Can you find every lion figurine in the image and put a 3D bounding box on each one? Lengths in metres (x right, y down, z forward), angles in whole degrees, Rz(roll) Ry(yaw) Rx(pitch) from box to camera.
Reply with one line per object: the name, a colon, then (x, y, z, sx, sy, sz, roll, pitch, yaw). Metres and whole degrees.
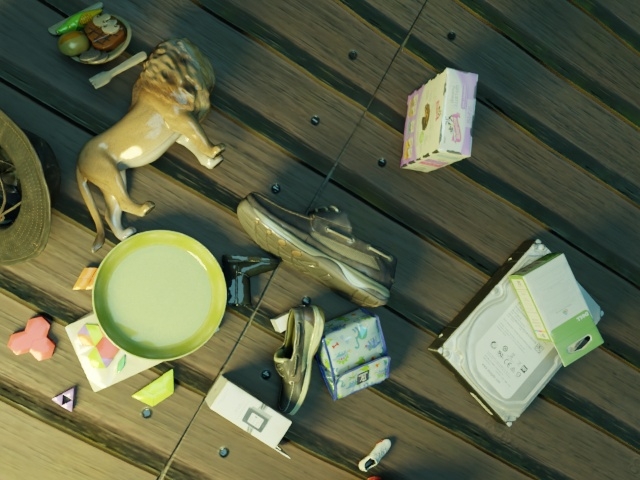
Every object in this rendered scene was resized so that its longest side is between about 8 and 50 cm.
lion figurine: (-0.330, -0.183, 1.245, 0.392, 0.142, 0.240, -41, 90, -9)

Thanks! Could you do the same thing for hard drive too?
hard drive: (0.425, 0.194, 1.457, 0.339, 0.064, 0.237, -44, 98, -14)

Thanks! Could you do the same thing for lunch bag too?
lunch bag: (0.063, 0.229, 1.347, 0.129, 0.096, 0.151, -19, 106, -18)

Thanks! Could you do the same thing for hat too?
hat: (-0.544, -0.128, 1.167, 0.331, 0.331, 0.134, 56, 37, -5)

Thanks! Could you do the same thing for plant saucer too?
plant saucer: (-0.296, 0.102, 1.259, 0.241, 0.037, 0.240, 3, 80, -17)

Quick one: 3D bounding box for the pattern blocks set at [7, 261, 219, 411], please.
pattern blocks set: (-0.370, 0.180, 1.266, 0.325, 0.026, 0.285, -40, 97, -14)

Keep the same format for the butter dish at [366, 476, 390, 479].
butter dish: (0.115, 0.521, 1.333, 0.160, 0.118, 0.159, 3, 130, -14)

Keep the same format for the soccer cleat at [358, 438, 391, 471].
soccer cleat: (0.113, 0.435, 1.371, 0.083, 0.036, 0.029, -37, 96, -14)

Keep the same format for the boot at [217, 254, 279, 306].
boot: (-0.142, 0.080, 1.323, 0.121, 0.045, 0.099, 3, 83, -7)

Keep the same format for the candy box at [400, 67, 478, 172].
candy box: (0.235, -0.235, 1.364, 0.070, 0.196, 0.164, 8, 85, -14)

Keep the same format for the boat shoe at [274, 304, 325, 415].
boat shoe: (-0.055, 0.226, 1.299, 0.074, 0.080, 0.223, 11, 103, -24)

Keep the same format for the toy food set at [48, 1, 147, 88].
toy food set: (-0.411, -0.371, 1.236, 0.132, 0.038, 0.192, -36, 65, -14)

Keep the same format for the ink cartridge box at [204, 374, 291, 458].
ink cartridge box: (-0.123, 0.330, 1.281, 0.180, 0.104, 0.060, 36, 77, -11)

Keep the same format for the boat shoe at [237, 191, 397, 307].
boat shoe: (0.000, 0.000, 1.336, 0.355, 0.132, 0.130, 34, 69, -19)

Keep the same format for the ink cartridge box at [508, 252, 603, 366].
ink cartridge box: (0.489, 0.142, 1.411, 0.109, 0.062, 0.209, -27, 94, -15)

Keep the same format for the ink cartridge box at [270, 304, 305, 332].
ink cartridge box: (-0.052, 0.150, 1.340, 0.083, 0.048, 0.028, -25, 93, -16)
